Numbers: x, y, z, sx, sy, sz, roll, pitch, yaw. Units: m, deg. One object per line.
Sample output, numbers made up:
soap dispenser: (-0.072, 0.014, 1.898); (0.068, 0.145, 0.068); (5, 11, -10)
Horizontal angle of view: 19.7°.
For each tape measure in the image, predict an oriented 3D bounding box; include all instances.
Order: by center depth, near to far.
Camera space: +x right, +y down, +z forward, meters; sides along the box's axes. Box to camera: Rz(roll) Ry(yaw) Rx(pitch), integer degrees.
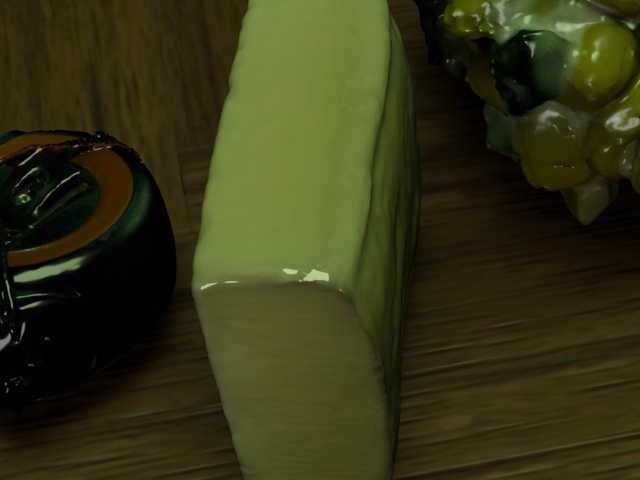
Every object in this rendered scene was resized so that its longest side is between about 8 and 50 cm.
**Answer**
tape measure: (-0.211, 0.012, 1.319); (0.202, 0.135, 0.223); (21, 49, 31)

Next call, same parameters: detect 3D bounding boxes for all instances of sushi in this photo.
sushi: (0.211, -0.167, 1.325); (0.329, 0.328, 0.285); (2, 61, 4)

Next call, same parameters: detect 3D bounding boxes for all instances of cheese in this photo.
cheese: (0.000, 0.000, 1.243); (0.124, 0.242, 0.265); (3, 50, 7)
